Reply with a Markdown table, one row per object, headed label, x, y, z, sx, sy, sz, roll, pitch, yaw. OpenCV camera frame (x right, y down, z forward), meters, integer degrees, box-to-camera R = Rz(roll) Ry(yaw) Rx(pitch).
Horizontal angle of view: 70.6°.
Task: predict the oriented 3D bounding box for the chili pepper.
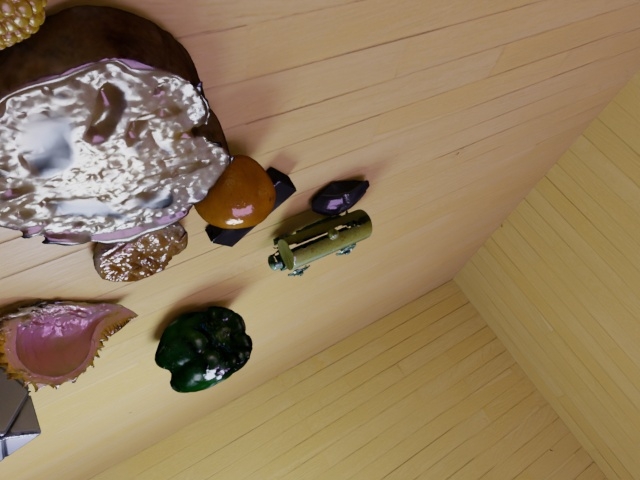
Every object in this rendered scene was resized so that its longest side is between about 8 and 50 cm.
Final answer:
| label | x | y | z | sx | sy | sz | roll | pitch | yaw |
| --- | --- | --- | --- | --- | --- | --- | --- | --- | --- |
| chili pepper | -0.358 | 0.337 | 1.368 | 0.248 | 0.233 | 0.256 | 3 | 144 | -49 |

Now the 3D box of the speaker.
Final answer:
| label | x | y | z | sx | sy | sz | roll | pitch | yaw |
| --- | --- | --- | --- | --- | --- | --- | --- | --- | --- |
| speaker | -0.160 | -0.071 | 1.033 | 0.218 | 0.044 | 0.082 | -40 | 157 | 15 |

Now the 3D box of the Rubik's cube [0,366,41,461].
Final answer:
| label | x | y | z | sx | sy | sz | roll | pitch | yaw |
| --- | --- | --- | --- | --- | --- | --- | --- | --- | --- |
| Rubik's cube | -0.747 | 0.362 | 0.917 | 0.205 | 0.205 | 0.207 | -34 | 157 | 0 |

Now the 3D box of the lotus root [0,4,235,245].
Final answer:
| label | x | y | z | sx | sy | sz | roll | pitch | yaw |
| --- | --- | --- | --- | --- | --- | --- | --- | --- | --- |
| lotus root | -0.314 | -0.124 | 0.647 | 0.374 | 0.111 | 0.390 | -23 | 158 | -18 |

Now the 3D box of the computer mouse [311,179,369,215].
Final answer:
| label | x | y | z | sx | sy | sz | roll | pitch | yaw |
| --- | --- | --- | --- | --- | --- | --- | --- | --- | --- |
| computer mouse | 0.060 | -0.112 | 1.224 | 0.192 | 0.062 | 0.106 | -18 | 153 | -30 |

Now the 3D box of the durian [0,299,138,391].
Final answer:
| label | x | y | z | sx | sy | sz | roll | pitch | yaw |
| --- | --- | --- | --- | --- | --- | --- | --- | --- | --- |
| durian | -0.593 | 0.232 | 1.012 | 0.195 | 0.186 | 0.305 | -18 | 175 | 28 |

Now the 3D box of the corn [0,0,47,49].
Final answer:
| label | x | y | z | sx | sy | sz | roll | pitch | yaw |
| --- | --- | --- | --- | --- | --- | --- | --- | --- | --- |
| corn | -0.393 | -0.193 | 0.405 | 0.310 | 0.101 | 0.101 | -26 | 157 | -10 |

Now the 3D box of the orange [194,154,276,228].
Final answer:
| label | x | y | z | sx | sy | sz | roll | pitch | yaw |
| --- | --- | --- | --- | --- | --- | --- | --- | --- | --- |
| orange | -0.162 | -0.094 | 0.855 | 0.159 | 0.159 | 0.136 | -11 | 107 | -43 |

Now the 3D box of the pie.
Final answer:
| label | x | y | z | sx | sy | sz | roll | pitch | yaw |
| --- | --- | --- | --- | --- | --- | --- | --- | --- | --- |
| pie | -0.368 | 0.021 | 0.942 | 0.195 | 0.046 | 0.195 | -27 | 155 | -14 |

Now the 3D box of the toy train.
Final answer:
| label | x | y | z | sx | sy | sz | roll | pitch | yaw |
| --- | --- | --- | --- | --- | --- | --- | --- | --- | --- |
| toy train | -0.003 | -0.008 | 1.256 | 0.307 | 0.126 | 0.189 | -22 | 161 | -23 |
